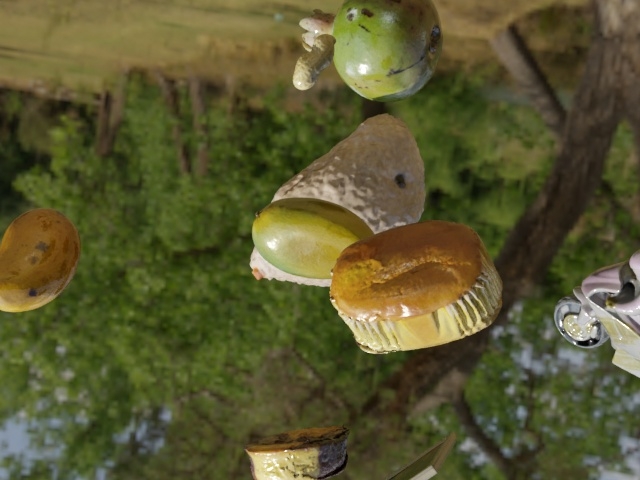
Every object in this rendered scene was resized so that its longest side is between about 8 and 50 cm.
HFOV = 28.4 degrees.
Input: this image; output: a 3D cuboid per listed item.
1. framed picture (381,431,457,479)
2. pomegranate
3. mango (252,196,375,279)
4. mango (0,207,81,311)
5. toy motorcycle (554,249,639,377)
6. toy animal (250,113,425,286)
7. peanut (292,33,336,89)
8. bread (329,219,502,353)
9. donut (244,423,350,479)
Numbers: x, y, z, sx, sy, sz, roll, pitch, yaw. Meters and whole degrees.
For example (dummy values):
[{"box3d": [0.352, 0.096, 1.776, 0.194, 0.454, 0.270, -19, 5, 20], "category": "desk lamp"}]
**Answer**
[{"box3d": [0.107, 0.446, 2.215, 0.289, 0.020, 0.211, -38, 175, 17], "category": "framed picture"}, {"box3d": [0.081, -0.286, 1.840, 0.179, 0.179, 0.210, 5, 173, -38], "category": "pomegranate"}, {"box3d": [-0.002, -0.003, 1.760, 0.191, 0.122, 0.085, 7, -147, 5], "category": "mango"}, {"box3d": [-0.406, 0.031, 1.801, 0.115, 0.090, 0.178, 15, -134, -2], "category": "mango"}, {"box3d": [0.345, 0.079, 1.285, 0.225, 0.152, 0.073, 22, -137, 27], "category": "toy motorcycle"}, {"box3d": [0.042, -0.035, 2.153, 0.226, 0.358, 0.188, 52, -177, -28], "category": "toy animal"}, {"box3d": [-0.006, -0.226, 1.595, 0.037, 0.083, 0.037, 31, 161, 12], "category": "peanut"}, {"box3d": [0.110, 0.052, 1.480, 0.190, 0.132, 0.114, -17, 138, 14], "category": "bread"}, {"box3d": [-0.028, 0.275, 1.616, 0.140, 0.059, 0.140, -6, -178, 0], "category": "donut"}]
